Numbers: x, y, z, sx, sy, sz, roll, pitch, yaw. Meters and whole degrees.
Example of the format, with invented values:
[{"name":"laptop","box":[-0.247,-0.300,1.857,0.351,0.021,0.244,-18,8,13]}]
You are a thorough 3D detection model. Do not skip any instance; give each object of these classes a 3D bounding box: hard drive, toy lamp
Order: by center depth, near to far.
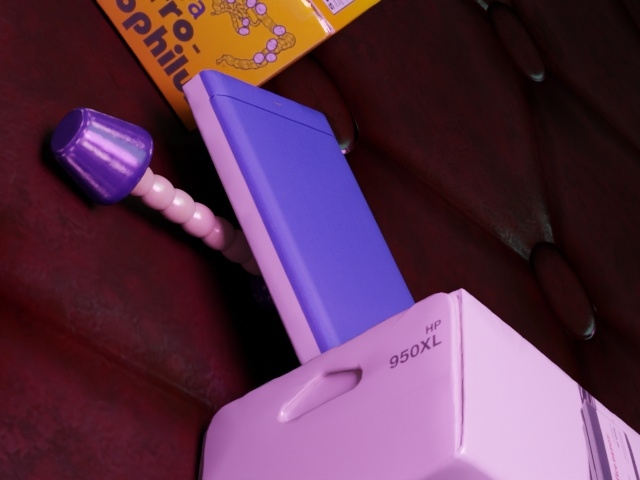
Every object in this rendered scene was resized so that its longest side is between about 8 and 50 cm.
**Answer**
[{"name":"toy lamp","box":[-0.123,-0.029,1.298,0.275,0.080,0.080,35,37,-37]},{"name":"hard drive","box":[0.000,0.000,1.344,0.210,0.040,0.318,15,45,-56]}]

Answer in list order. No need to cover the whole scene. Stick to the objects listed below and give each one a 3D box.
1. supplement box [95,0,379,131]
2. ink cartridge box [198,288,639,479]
[{"name":"supplement box","box":[-0.053,-0.288,1.521,0.194,0.195,0.356,54,29,-6]},{"name":"ink cartridge box","box":[0.127,0.253,1.199,0.395,0.285,0.166,38,36,-30]}]
